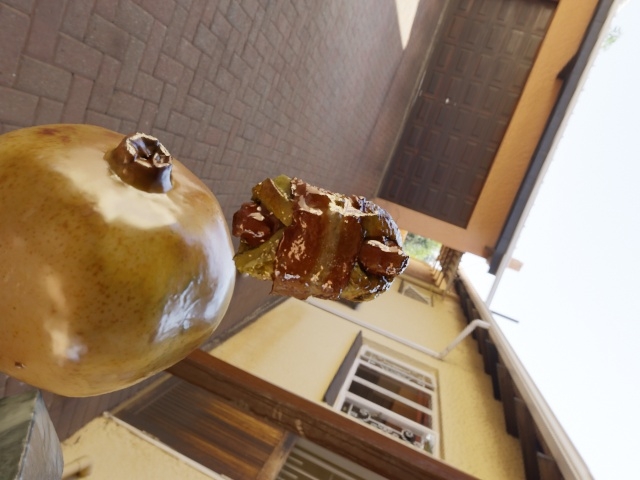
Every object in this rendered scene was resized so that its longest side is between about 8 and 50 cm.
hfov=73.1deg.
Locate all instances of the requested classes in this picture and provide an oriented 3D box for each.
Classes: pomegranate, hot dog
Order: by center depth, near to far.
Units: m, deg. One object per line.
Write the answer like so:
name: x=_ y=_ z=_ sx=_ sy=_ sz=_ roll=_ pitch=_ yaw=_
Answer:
hot dog: x=0.000 y=0.000 z=0.512 sx=0.103 sy=0.213 sz=0.146 roll=97 pitch=3 yaw=-78
pomegranate: x=-0.326 y=0.016 z=0.644 sx=0.416 sy=0.416 sz=0.417 roll=22 pitch=90 yaw=-79

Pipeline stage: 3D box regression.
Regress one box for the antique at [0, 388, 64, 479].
antique: x=-0.247 y=0.206 z=0.305 sx=0.183 sy=0.086 sz=0.088 roll=-143 pitch=-135 yaw=-59
